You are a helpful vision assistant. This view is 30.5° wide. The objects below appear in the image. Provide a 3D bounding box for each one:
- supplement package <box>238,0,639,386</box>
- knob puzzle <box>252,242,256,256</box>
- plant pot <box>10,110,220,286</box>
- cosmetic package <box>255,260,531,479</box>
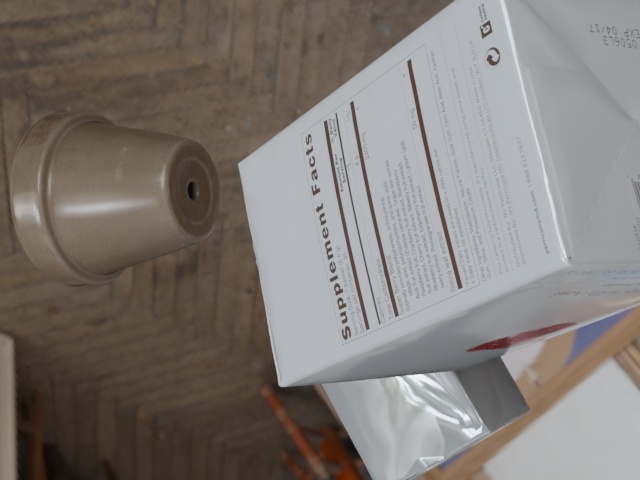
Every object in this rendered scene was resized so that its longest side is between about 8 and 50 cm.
[{"bbox_3d":[0.102,-0.022,0.772,0.178,0.175,0.293,-1,163,-34],"label":"supplement package"},{"bbox_3d":[0.000,0.000,1.490,0.213,0.213,0.030,-41,140,10],"label":"knob puzzle"},{"bbox_3d":[-0.278,-0.068,1.703,0.229,0.263,0.263,-4,151,27],"label":"plant pot"},{"bbox_3d":[0.062,0.082,1.019,0.127,0.238,0.107,-34,169,30],"label":"cosmetic package"}]
